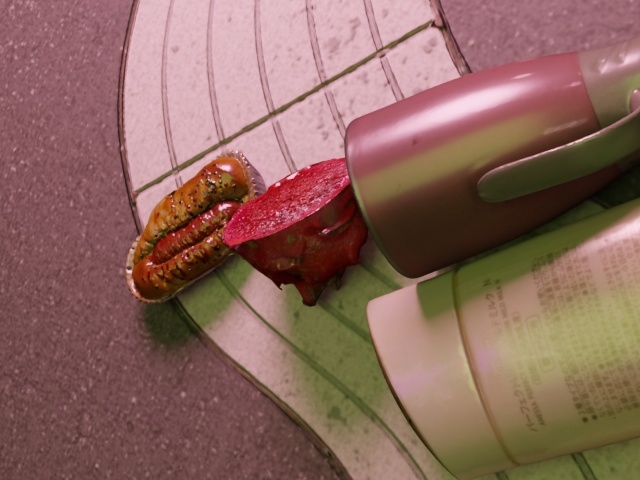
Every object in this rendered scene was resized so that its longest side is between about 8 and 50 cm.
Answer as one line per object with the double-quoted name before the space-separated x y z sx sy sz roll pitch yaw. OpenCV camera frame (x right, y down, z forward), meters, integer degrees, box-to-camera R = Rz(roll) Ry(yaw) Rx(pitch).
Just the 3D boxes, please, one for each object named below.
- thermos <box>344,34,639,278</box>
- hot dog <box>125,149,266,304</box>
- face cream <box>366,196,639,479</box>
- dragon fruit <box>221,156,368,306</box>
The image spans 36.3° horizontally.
"thermos" 0.163 -0.073 0.769 0.265 0.176 0.146 -21 107 25
"hot dog" -0.132 -0.008 1.003 0.192 0.053 0.099 -40 60 17
"face cream" 0.207 0.073 0.762 0.348 0.081 0.173 -23 74 27
"dragon fruit" 0.000 0.000 0.902 0.153 0.153 0.111 -18 116 28
